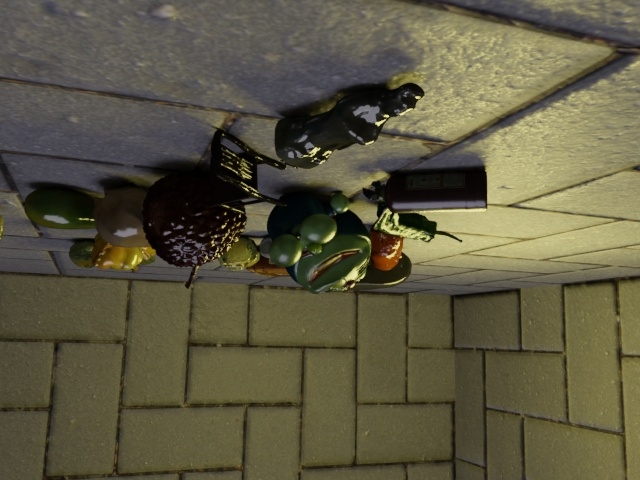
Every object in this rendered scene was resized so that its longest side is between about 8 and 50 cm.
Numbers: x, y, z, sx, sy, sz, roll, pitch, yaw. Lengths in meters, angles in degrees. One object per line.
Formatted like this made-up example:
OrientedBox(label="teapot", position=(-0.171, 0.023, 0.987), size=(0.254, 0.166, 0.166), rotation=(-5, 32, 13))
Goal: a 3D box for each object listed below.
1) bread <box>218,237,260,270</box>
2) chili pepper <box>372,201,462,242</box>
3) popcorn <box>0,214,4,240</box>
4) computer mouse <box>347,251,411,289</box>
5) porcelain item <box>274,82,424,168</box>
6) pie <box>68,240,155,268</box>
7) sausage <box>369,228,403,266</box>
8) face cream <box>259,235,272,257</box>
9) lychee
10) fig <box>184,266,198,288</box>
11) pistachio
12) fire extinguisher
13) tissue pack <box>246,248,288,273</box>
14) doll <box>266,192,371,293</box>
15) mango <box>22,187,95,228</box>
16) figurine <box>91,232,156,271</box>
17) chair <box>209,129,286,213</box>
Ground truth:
OrientedBox(label="bread", position=(-0.233, 0.035, 1.847), size=(0.110, 0.103, 0.156), rotation=(-8, 176, 9))
OrientedBox(label="chili pepper", position=(0.196, -0.042, 1.374), size=(0.122, 0.065, 0.278), rotation=(-2, 167, 42))
OrientedBox(label="popcorn", position=(-0.822, -0.023, 1.464), size=(0.126, 0.126, 0.145), rotation=(24, 150, -12))
OrientedBox(label="computer mouse", position=(0.153, 0.090, 1.982), size=(0.269, 0.138, 0.086), rotation=(1, 163, -3))
OrientedBox(label="porcelain item", position=(0.040, -0.147, 0.769), size=(0.081, 0.069, 0.215), rotation=(16, 159, -42))
OrientedBox(label="pie", position=(-0.692, 0.043, 2.055), size=(0.276, 0.079, 0.277), rotation=(-4, 173, 0))
OrientedBox(label="sausage", position=(0.182, 0.028, 1.736), size=(0.102, 0.102, 0.330), rotation=(0, 170, 6))
OrientedBox(label="face cream", position=(-0.029, 0.032, 1.850), size=(0.291, 0.071, 0.144), rotation=(8, 172, -29))
OrientedBox(label="lychee", position=(-0.227, -0.043, 1.130), size=(0.188, 0.188, 0.188), rotation=(1, 171, 0))
OrientedBox(label="fig", position=(-0.273, 0.007, 1.351), size=(0.146, 0.201, 0.133), rotation=(18, 172, -42))
OrientedBox(label="pistachio", position=(-0.387, -0.043, 1.255), size=(0.152, 0.126, 0.223), rotation=(41, 170, -10))
OrientedBox(label="fire extinguisher", position=(0.182, -0.087, 1.110), size=(0.231, 0.071, 0.099), rotation=(-1, -162, 18))
OrientedBox(label="tissue pack", position=(-0.112, 0.071, 2.064), size=(0.226, 0.092, 0.183), rotation=(1, 172, 20))
OrientedBox(label="doll", position=(-0.001, 0.000, 1.325), size=(0.198, 0.186, 0.322), rotation=(-30, 147, 5))
OrientedBox(label="mango", position=(-0.532, -0.060, 1.309), size=(0.122, 0.086, 0.191), rotation=(-7, 167, 27))
OrientedBox(label="figurine", position=(-0.553, 0.022, 1.765), size=(0.156, 0.131, 0.246), rotation=(40, -167, 7))
OrientedBox(label="chair", position=(-0.146, -0.105, 0.984), size=(0.101, 0.084, 0.212), rotation=(-7, 168, 26))
